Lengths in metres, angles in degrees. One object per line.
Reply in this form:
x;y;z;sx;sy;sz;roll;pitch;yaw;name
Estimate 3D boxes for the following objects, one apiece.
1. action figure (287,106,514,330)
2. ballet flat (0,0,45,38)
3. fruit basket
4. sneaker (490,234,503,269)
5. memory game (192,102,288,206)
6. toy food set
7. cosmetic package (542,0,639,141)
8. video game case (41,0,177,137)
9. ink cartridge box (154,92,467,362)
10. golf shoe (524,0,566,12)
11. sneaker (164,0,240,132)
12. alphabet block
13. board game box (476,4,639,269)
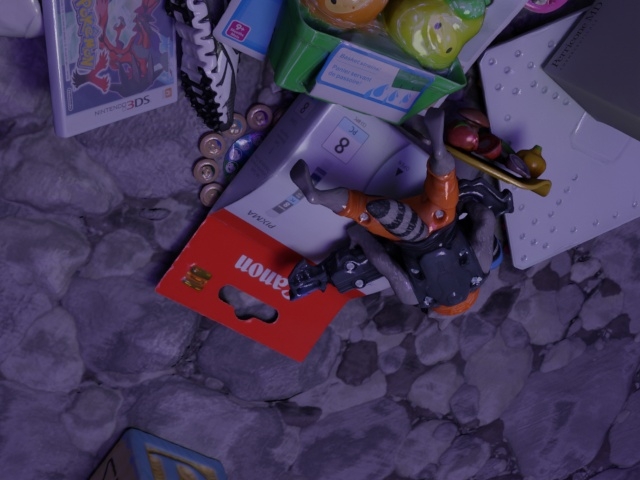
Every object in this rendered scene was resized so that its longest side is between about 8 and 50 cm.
0.092;0.014;1.140;0.341;0.178;0.330;-29;132;13;action figure
-0.378;-0.383;0.876;0.139;0.139;0.400;-19;126;-12;ballet flat
0.099;-0.291;0.977;0.327;0.165;0.353;14;142;-30;fruit basket
0.196;0.027;1.384;0.188;0.067;0.078;-17;101;-12;sneaker
-0.086;-0.101;1.216;0.186;0.012;0.186;-10;120;-18;memory game
0.233;-0.136;1.226;0.218;0.128;0.071;25;102;-8;toy food set
0.486;-0.206;1.124;0.155;0.365;0.197;29;101;-34;cosmetic package
-0.238;-0.237;1.015;0.183;0.023;0.201;-31;133;-47;video game case
0.000;0.000;1.251;0.308;0.091;0.385;32;100;-37;ink cartridge box
0.188;-0.403;1.112;0.306;0.140;0.115;43;96;-11;golf shoe
-0.123;-0.242;1.082;0.106;0.078;0.234;-34;138;-25;sneaker
-0.257;0.441;1.337;0.193;0.192;0.197;32;102;-31;alphabet block
0.436;-0.189;1.365;0.390;0.050;0.390;-24;124;-9;board game box
